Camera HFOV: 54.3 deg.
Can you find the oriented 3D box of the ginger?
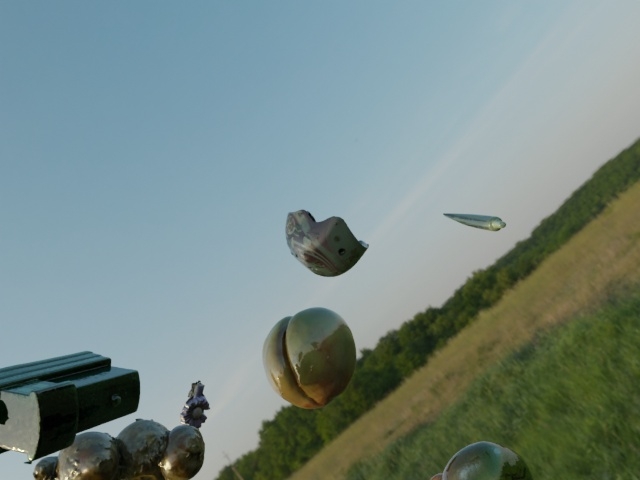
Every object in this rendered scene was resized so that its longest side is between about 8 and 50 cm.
[{"bbox_3d":[-0.470,0.515,1.468,0.376,0.176,0.256,0,-15,-23],"label":"ginger"}]

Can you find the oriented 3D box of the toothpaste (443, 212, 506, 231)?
[{"bbox_3d":[0.310,-0.038,1.248,0.029,0.048,0.197,-69,18,-1],"label":"toothpaste"}]

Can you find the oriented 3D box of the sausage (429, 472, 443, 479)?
[{"bbox_3d":[0.179,0.636,1.339,0.348,0.053,0.053,-47,-10,-19],"label":"sausage"}]

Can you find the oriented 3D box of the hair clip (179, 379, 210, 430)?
[{"bbox_3d":[-0.390,0.556,1.835,0.106,0.085,0.292,19,-92,-50],"label":"hair clip"}]

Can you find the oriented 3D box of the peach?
[{"bbox_3d":[-0.030,0.343,1.824,0.292,0.292,0.247,-45,-24,14],"label":"peach"}]

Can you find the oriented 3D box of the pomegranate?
[{"bbox_3d":[0.327,0.483,1.171,0.180,0.180,0.209,-42,24,2],"label":"pomegranate"}]

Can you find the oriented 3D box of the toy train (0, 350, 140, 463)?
[{"bbox_3d":[-0.458,0.287,1.097,0.330,0.178,0.138,0,-88,-67],"label":"toy train"}]

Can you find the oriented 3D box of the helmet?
[{"bbox_3d":[0.000,0.015,1.253,0.153,0.177,0.107,37,-109,-53],"label":"helmet"}]
